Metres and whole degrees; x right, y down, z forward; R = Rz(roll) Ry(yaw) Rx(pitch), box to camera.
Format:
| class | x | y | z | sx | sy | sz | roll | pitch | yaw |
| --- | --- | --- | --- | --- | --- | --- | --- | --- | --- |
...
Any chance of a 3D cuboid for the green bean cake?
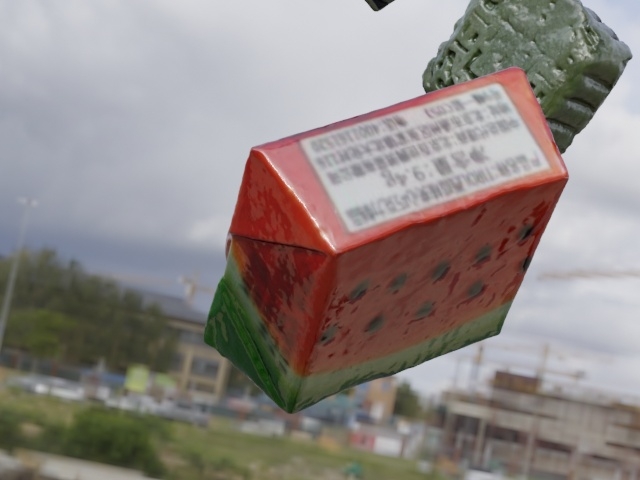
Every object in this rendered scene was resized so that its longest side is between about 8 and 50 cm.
| class | x | y | z | sx | sy | sz | roll | pitch | yaw |
| --- | --- | --- | --- | --- | --- | --- | --- | --- | --- |
| green bean cake | 0.267 | -0.230 | 2.087 | 0.125 | 0.227 | 0.222 | 19 | 24 | -52 |

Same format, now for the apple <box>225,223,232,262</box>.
| class | x | y | z | sx | sy | sz | roll | pitch | yaw |
| --- | --- | --- | --- | --- | --- | --- | --- | --- | --- |
| apple | 0.000 | 0.000 | 2.244 | 0.242 | 0.241 | 0.242 | 41 | -3 | 3 |

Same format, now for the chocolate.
| class | x | y | z | sx | sy | sz | roll | pitch | yaw |
| --- | --- | --- | --- | --- | --- | --- | --- | --- | --- |
| chocolate | 0.075 | 0.010 | 1.781 | 0.360 | 0.161 | 0.341 | -19 | -32 | -26 |

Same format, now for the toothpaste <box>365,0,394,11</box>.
| class | x | y | z | sx | sy | sz | roll | pitch | yaw |
| --- | --- | --- | --- | --- | --- | --- | --- | --- | --- |
| toothpaste | 0.119 | -0.333 | 2.035 | 0.140 | 0.021 | 0.037 | -26 | -46 | 19 |
